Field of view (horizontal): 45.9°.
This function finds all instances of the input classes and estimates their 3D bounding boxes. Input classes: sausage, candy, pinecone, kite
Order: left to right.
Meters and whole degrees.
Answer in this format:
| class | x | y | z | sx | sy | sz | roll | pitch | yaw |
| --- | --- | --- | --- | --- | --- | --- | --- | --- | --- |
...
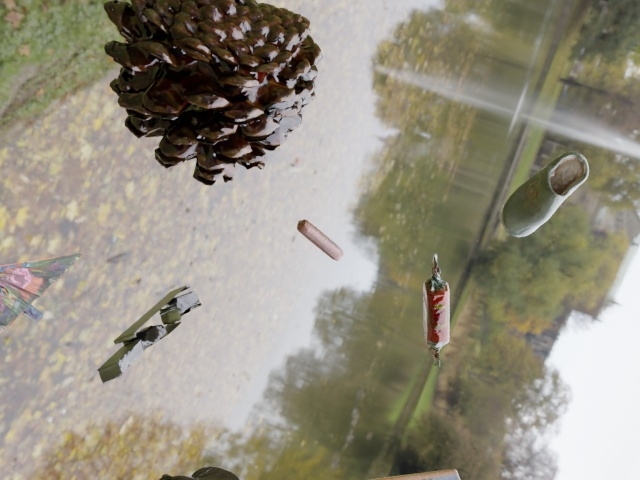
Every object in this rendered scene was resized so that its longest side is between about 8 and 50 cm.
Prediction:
| class | x | y | z | sx | sy | sz | roll | pitch | yaw |
| --- | --- | --- | --- | --- | --- | --- | --- | --- | --- |
| kite | -0.649 | 0.107 | 1.584 | 0.321 | 0.016 | 0.234 | -45 | 145 | -8 |
| pinecone | -0.112 | -0.159 | 0.770 | 0.221 | 0.221 | 0.222 | 20 | 90 | -77 |
| sausage | 0.000 | 0.000 | 1.691 | 0.030 | 0.147 | 0.035 | -38 | -144 | 19 |
| candy | 0.276 | 0.170 | 1.798 | 0.086 | 0.059 | 0.292 | -91 | 177 | -65 |

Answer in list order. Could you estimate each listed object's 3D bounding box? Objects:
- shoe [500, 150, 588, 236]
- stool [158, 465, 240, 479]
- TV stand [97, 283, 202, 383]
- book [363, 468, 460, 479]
| class | x | y | z | sx | sy | sz | roll | pitch | yaw |
| --- | --- | --- | --- | --- | --- | --- | --- | --- | --- |
| shoe | 0.411 | -0.089 | 1.378 | 0.195 | 0.079 | 0.078 | -43 | 174 | 2 |
| stool | -0.259 | 0.563 | 1.636 | 0.121 | 0.217 | 0.125 | -65 | -148 | 23 |
| TV stand | -0.224 | 0.119 | 1.006 | 0.042 | 0.036 | 0.249 | 67 | 18 | -10 |
| book | 0.065 | 0.368 | 0.750 | 0.373 | 0.263 | 0.028 | 10 | 137 | -41 |
